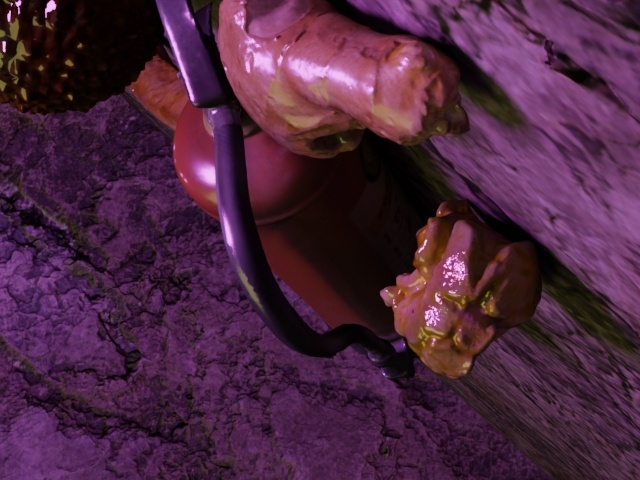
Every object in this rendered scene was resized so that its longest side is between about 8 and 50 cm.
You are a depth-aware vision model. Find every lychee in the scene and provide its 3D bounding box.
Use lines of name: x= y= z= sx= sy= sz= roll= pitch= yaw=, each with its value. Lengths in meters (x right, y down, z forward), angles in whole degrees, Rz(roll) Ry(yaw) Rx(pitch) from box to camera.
lychee: x=-0.177 y=-0.167 z=0.689 sx=0.171 sy=0.171 sz=0.171 roll=42 pitch=176 yaw=4

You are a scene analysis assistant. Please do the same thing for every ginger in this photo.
ginger: x=0.005 y=-0.071 z=0.497 sx=0.165 sy=0.067 sz=0.096 roll=38 pitch=153 yaw=42

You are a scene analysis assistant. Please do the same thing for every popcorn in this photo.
popcorn: x=0.087 y=0.032 z=0.637 sx=0.089 sy=0.097 sz=0.109 roll=39 pitch=162 yaw=4

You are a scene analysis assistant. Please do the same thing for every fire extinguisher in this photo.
fire extinguisher: x=0.008 y=-0.008 z=0.695 sx=0.200 sy=0.113 sz=0.376 roll=56 pitch=-175 yaw=36

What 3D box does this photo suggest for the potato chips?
potato chips: x=-0.106 y=-0.124 z=0.941 sx=0.407 sy=0.080 sz=0.057 roll=35 pitch=162 yaw=51
